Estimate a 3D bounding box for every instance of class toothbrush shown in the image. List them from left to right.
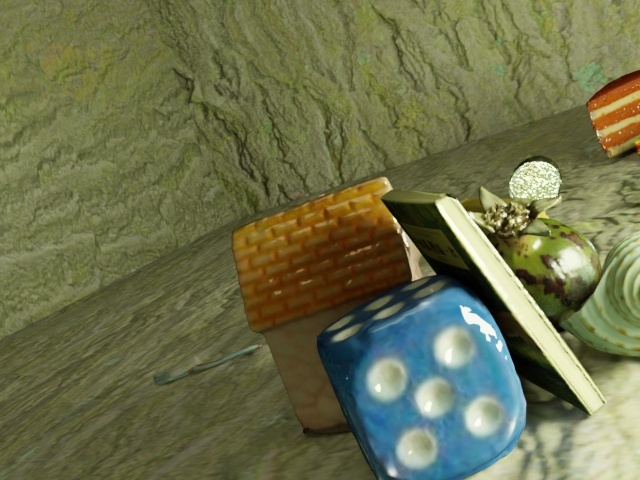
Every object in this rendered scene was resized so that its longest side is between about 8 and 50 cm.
[{"bbox_3d":[-0.186,0.204,1.197,0.193,0.019,0.013,-19,8,6],"label":"toothbrush"}]

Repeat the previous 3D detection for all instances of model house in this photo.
[{"bbox_3d":[0.048,0.051,0.832,0.202,0.237,0.237,-20,8,20],"label":"model house"}]

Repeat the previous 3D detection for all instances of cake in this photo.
[{"bbox_3d":[0.719,-0.289,1.607,0.160,0.158,0.262,-15,12,42],"label":"cake"}]

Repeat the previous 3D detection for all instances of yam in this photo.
[{"bbox_3d":[0.429,-0.119,1.440,0.107,0.107,0.183,-18,6,20],"label":"yam"}]

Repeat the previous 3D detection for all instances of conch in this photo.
[{"bbox_3d":[0.290,0.057,0.663,0.135,0.102,0.153,-31,-26,6],"label":"conch"}]

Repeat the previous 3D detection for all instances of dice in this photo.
[{"bbox_3d":[0.085,0.120,0.635,0.143,0.146,0.146,-25,5,-5],"label":"dice"}]

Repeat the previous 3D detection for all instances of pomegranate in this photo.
[{"bbox_3d":[0.232,0.023,0.795,0.149,0.169,0.148,-8,28,4],"label":"pomegranate"}]

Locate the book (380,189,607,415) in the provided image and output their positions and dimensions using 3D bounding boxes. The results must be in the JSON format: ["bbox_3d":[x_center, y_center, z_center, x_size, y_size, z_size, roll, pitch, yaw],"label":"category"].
[{"bbox_3d":[0.147,0.048,0.656,0.024,0.228,0.160,-40,11,-6],"label":"book"}]

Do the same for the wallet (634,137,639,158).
[{"bbox_3d":[0.763,-0.226,1.440,0.241,0.067,0.141,-29,15,-19],"label":"wallet"}]

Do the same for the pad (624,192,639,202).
[{"bbox_3d":[0.632,-0.113,1.151,0.265,0.009,0.159,-26,15,-23],"label":"pad"}]

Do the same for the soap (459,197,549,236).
[{"bbox_3d":[0.295,-0.020,1.167,0.037,0.092,0.252,-25,9,-10],"label":"soap"}]

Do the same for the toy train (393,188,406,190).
[{"bbox_3d":[0.151,-0.036,1.637,0.087,0.088,0.407,-18,10,18],"label":"toy train"}]
